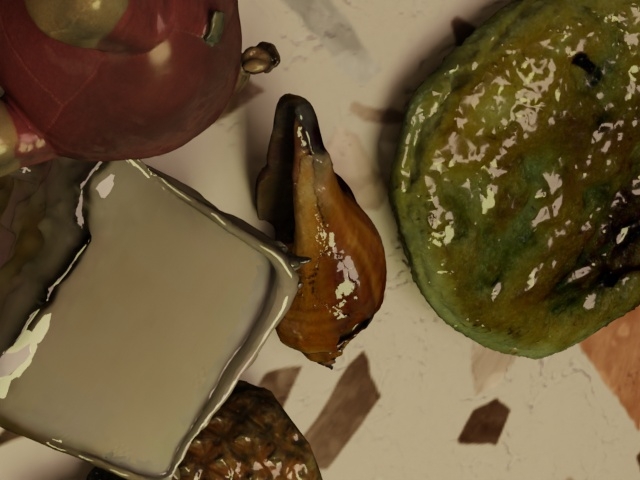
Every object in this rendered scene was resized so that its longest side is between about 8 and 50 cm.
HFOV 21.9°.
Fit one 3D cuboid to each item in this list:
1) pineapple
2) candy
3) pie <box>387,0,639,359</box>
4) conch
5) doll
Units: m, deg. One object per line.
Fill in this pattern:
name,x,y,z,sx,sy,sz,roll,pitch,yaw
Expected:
pineapple,-0.101,0.165,1.060,0.198,0.108,0.108,-21,122,-16
candy,-0.130,0.025,0.947,0.195,0.137,0.185,31,92,-41
pie,0.188,-0.050,1.176,0.323,0.070,0.323,-16,121,-29
conch,0.003,-0.001,1.058,0.080,0.086,0.232,-19,122,-27
doll,-0.125,-0.162,0.812,0.196,0.256,0.152,-18,149,19
